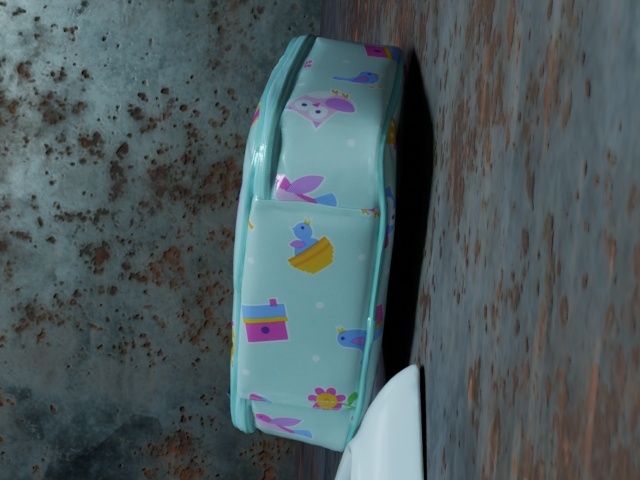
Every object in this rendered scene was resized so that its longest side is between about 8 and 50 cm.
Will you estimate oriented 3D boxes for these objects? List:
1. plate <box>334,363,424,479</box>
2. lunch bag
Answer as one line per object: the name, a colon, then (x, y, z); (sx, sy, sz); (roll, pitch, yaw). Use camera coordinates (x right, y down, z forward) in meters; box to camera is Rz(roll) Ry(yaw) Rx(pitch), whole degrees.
plate: (0.031, 0.257, 0.867); (0.277, 0.045, 0.278); (102, 170, -64)
lunch bag: (0.000, 0.000, 0.936); (0.224, 0.107, 0.279); (-79, -5, -61)
